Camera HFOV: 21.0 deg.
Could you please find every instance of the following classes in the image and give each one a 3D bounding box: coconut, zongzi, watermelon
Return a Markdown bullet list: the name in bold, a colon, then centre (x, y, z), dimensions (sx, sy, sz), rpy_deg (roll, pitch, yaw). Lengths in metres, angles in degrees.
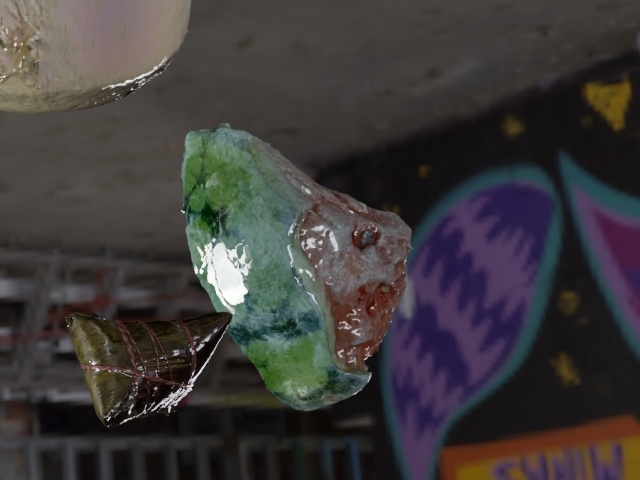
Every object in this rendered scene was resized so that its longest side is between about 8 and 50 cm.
- **coconut**: centre (-0.188, -0.212, 1.165), dimensions (0.224, 0.224, 0.234), rpy_deg (-4, 134, -8)
- **zongzi**: centre (-0.088, 0.073, 0.897), dimensions (0.083, 0.067, 0.073), rpy_deg (-13, 142, -26)
- **watermelon**: centre (0.000, 0.000, 1.043), dimensions (0.139, 0.187, 0.071), rpy_deg (-20, 175, -36)
